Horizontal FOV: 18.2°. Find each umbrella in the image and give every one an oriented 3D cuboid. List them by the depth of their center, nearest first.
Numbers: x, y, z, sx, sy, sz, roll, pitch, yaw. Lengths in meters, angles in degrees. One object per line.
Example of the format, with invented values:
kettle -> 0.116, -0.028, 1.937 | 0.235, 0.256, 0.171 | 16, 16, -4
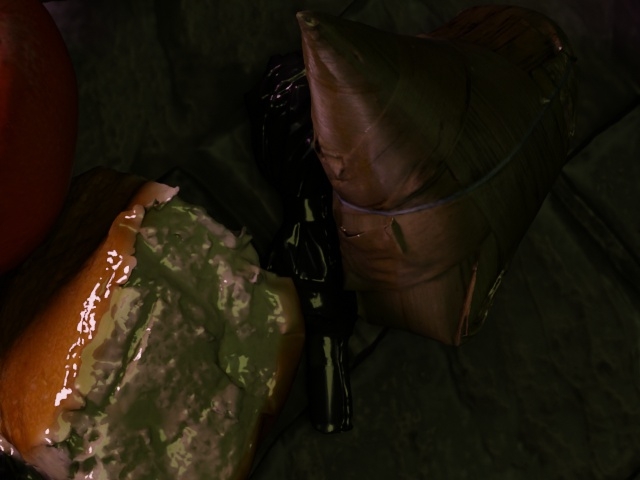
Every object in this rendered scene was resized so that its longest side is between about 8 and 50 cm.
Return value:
umbrella -> 0.000, 0.000, 1.752 | 0.118, 0.118, 0.340 | -5, 93, -15

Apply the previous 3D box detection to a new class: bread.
bread -> -0.152, 0.105, 1.613 | 0.225, 0.250, 0.279 | 31, 78, -27

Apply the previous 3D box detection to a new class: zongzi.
zongzi -> 0.092, -0.144, 1.643 | 0.323, 0.160, 0.360 | -64, 144, -35

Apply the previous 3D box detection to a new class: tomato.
tomato -> -0.355, -0.080, 1.555 | 0.342, 0.273, 0.341 | -2, 72, 7

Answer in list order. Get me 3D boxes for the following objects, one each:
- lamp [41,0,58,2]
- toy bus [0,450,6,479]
lamp -> -0.225, -0.331, 1.614 | 0.250, 0.284, 0.250 | -3, 63, 6
toy bus -> -0.479, 0.254, 1.547 | 0.440, 0.209, 0.249 | 4, 87, -16
